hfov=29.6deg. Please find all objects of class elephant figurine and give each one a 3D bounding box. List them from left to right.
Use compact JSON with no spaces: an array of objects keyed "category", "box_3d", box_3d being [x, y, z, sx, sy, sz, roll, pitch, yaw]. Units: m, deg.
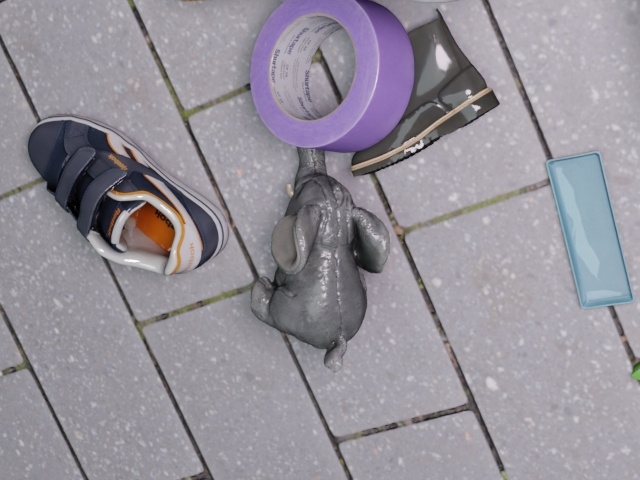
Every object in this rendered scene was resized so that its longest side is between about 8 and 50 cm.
[{"category":"elephant figurine","box_3d":[0.000,0.000,1.507,0.186,0.169,0.239,22,120,21]}]

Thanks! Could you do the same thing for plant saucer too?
[{"category":"plant saucer","box_3d":[0.324,-0.012,1.450,0.067,0.018,0.192,-10,105,26]}]

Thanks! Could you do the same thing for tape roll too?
[{"category":"tape roll","box_3d":[0.012,-0.201,1.443,0.189,0.080,0.189,-1,88,35]}]

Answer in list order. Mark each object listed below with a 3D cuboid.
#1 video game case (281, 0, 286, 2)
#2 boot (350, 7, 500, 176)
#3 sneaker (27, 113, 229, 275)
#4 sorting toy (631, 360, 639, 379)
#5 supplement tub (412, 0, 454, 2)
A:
[{"category":"video game case","box_3d":[-0.071,-0.425,1.466,0.227,0.026,0.206,34,118,8]},{"category":"boot","box_3d":[0.100,-0.174,1.465,0.198,0.077,0.137,-29,90,18]},{"category":"sneaker","box_3d":[-0.283,-0.064,1.635,0.321,0.127,0.126,30,119,13]},{"category":"sorting toy","box_3d":[0.514,0.118,1.398,0.196,0.047,0.347,47,119,2]},{"category":"supplement tub","box_3d":[0.135,-0.371,1.220,0.241,0.331,0.241,8,111,21]}]
